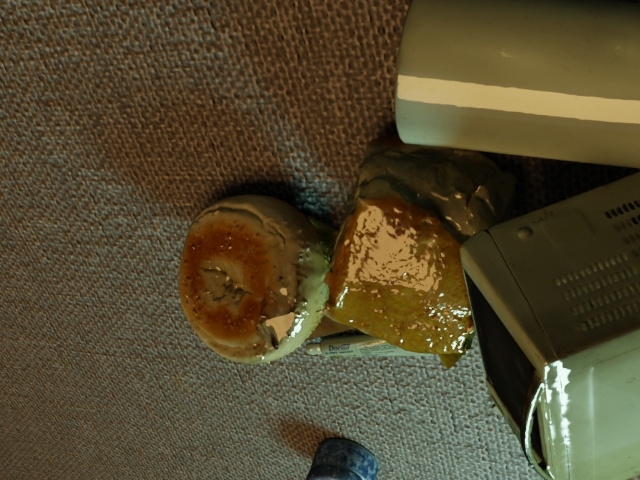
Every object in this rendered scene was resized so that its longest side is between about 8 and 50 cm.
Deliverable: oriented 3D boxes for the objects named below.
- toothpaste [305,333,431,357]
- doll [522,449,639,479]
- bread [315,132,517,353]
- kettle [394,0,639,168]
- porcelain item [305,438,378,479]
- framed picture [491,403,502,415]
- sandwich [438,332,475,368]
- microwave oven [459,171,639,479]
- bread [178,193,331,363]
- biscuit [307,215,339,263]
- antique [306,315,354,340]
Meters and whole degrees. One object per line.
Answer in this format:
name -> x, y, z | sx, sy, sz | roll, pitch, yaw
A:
toothpaste -> 0.087, 0.200, 1.652 | 0.255, 0.037, 0.067 | -7, 122, 27
doll -> 0.460, 0.344, 1.449 | 0.268, 0.216, 0.284 | 12, 135, 26
bread -> 0.150, -0.003, 1.288 | 0.250, 0.225, 0.279 | 18, 126, 2
kettle -> 0.267, -0.179, 1.078 | 0.318, 0.205, 0.265 | 8, 131, 16
porcelain item -> 0.045, 0.527, 1.933 | 0.147, 0.114, 0.147 | 14, 137, 14
framed picture -> 0.458, 0.296, 1.575 | 0.189, 0.023, 0.260 | 34, 136, -6
sandwich -> 0.203, 0.157, 1.526 | 0.116, 0.074, 0.074 | 32, 137, -4
microwave oven -> 0.382, 0.130, 1.180 | 0.333, 0.247, 0.394 | -22, 138, 0
bread -> -0.105, 0.065, 1.477 | 0.306, 0.159, 0.305 | -2, 87, 40
biscuit -> 0.000, 0.000, 1.516 | 0.081, 0.018, 0.083 | 29, 137, -1
antique -> 0.038, 0.101, 1.538 | 0.310, 0.093, 0.087 | -20, 120, 39
